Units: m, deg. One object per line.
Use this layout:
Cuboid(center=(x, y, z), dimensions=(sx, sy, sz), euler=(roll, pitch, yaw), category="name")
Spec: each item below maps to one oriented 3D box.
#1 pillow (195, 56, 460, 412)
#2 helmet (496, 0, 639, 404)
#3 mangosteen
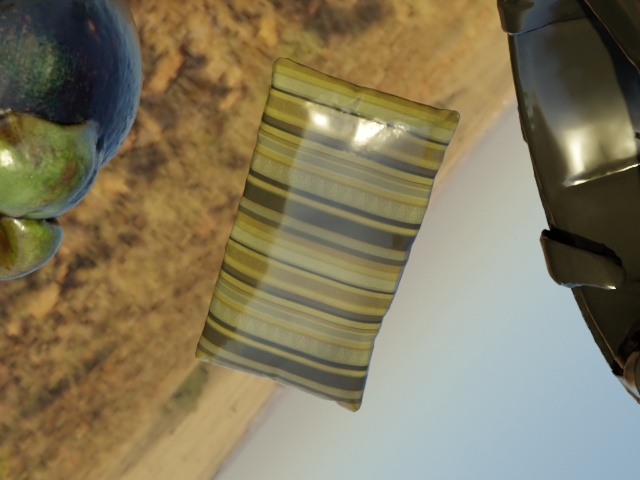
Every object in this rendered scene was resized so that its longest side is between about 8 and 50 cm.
Cuboid(center=(0.000, 0.000, 0.723), dimensions=(0.038, 0.113, 0.203), euler=(-73, -179, -68), category="pillow")
Cuboid(center=(0.186, -0.044, 0.525), dimensions=(0.160, 0.231, 0.279), euler=(-16, -162, -7), category="helmet")
Cuboid(center=(-0.219, -0.091, 0.758), dimensions=(0.243, 0.243, 0.243), euler=(-50, 177, -4), category="mangosteen")
